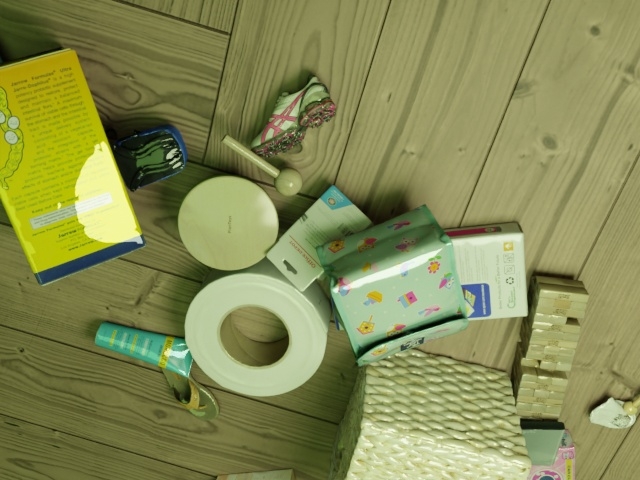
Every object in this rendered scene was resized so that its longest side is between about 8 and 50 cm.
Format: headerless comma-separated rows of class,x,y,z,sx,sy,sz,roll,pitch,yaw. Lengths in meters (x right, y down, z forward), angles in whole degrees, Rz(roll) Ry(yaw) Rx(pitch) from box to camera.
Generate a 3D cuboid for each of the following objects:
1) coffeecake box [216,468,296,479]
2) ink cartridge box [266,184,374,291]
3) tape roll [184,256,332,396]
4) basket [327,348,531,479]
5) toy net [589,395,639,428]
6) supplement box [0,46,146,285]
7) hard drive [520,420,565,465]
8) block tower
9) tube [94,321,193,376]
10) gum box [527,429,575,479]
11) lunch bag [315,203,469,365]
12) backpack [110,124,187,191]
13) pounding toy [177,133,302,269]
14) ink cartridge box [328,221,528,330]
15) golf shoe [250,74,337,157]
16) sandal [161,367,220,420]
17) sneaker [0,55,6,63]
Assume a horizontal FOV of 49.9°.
coffeecake box,-0.155,0.596,1.553,0.186,0.142,0.068,-8,112,11
ink cartridge box,0.000,0.000,1.267,0.180,0.060,0.104,-45,78,2
tape roll,-0.123,0.170,1.384,0.287,0.100,0.286,3,113,6
basket,0.203,0.405,1.328,0.332,0.328,0.266,15,113,0
toy net,0.667,0.343,1.401,0.232,0.045,0.122,-15,113,15
supplement box,-0.470,-0.137,1.200,0.195,0.194,0.356,-22,113,-18
hard drive,0.427,0.405,1.372,0.094,0.022,0.135,0,133,5
block tower,0.437,0.227,1.348,0.097,0.091,0.335,7,115,4
tube,-0.371,0.225,1.464,0.207,0.052,0.080,15,89,-2
gum box,0.486,0.502,1.480,0.107,0.062,0.188,-5,113,9
lunch bag,0.135,0.104,1.215,0.224,0.160,0.262,-20,125,-2
backpack,-0.306,-0.162,1.256,0.120,0.101,0.097,-18,115,7
pounding toy,-0.156,-0.069,1.285,0.183,0.110,0.236,29,106,-13
ink cartridge box,0.203,0.073,1.321,0.371,0.069,0.175,-7,113,7
golf shoe,-0.056,-0.218,1.231,0.186,0.067,0.085,-32,71,26
sandal,-0.291,0.331,1.502,0.072,0.049,0.180,-27,108,17
sneaker,-0.573,-0.283,1.261,0.082,0.069,0.209,-15,108,-14
